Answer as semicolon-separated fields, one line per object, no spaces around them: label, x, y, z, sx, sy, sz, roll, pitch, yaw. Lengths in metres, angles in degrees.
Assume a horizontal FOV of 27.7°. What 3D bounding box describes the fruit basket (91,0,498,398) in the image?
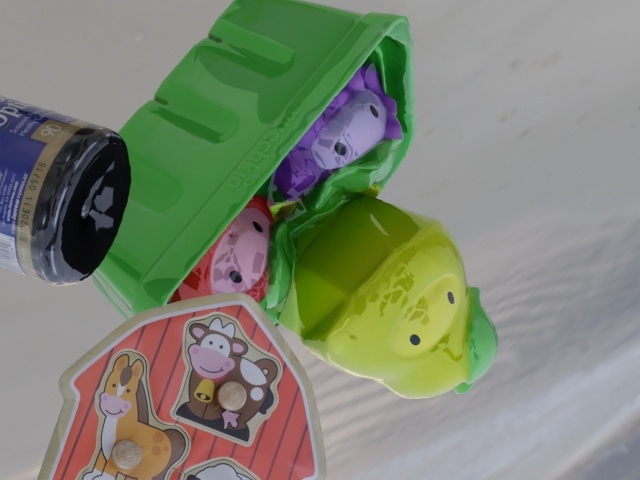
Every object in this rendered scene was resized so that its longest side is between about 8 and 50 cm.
fruit basket;0.000;0.000;1.194;0.392;0.392;0.283;-34;156;-10

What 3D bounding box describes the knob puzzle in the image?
knob puzzle;-0.080;0.123;0.858;0.213;0.213;0.030;-31;179;-21

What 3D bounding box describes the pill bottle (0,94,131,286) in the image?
pill bottle;-0.263;-0.053;0.963;0.123;0.219;0.122;18;90;-77
